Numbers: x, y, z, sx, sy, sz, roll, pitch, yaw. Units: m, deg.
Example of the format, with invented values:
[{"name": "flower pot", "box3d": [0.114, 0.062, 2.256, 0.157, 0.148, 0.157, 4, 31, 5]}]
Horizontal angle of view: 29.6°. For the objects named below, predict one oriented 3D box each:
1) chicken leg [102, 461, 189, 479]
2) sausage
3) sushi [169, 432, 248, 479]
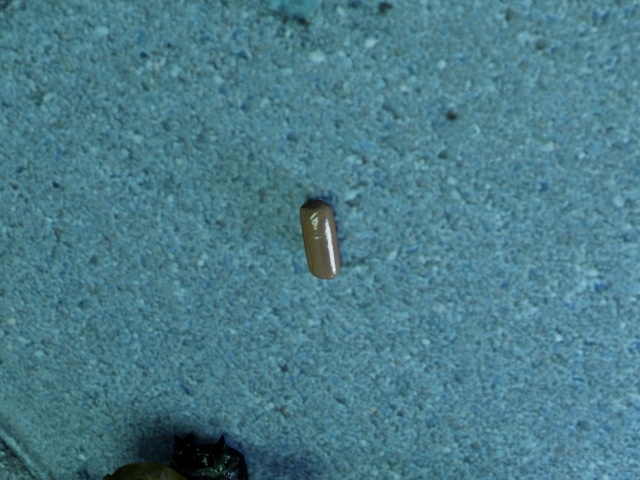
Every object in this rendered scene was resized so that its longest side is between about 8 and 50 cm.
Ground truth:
[{"name": "chicken leg", "box3d": [-0.133, 0.296, 1.296, 0.251, 0.087, 0.107, 5, 119, 3]}, {"name": "sausage", "box3d": [0.000, 0.000, 1.185, 0.034, 0.034, 0.083, -2, 120, 14]}, {"name": "sushi", "box3d": [-0.127, 0.261, 1.350, 0.083, 0.056, 0.085, 3, 121, 12]}]
